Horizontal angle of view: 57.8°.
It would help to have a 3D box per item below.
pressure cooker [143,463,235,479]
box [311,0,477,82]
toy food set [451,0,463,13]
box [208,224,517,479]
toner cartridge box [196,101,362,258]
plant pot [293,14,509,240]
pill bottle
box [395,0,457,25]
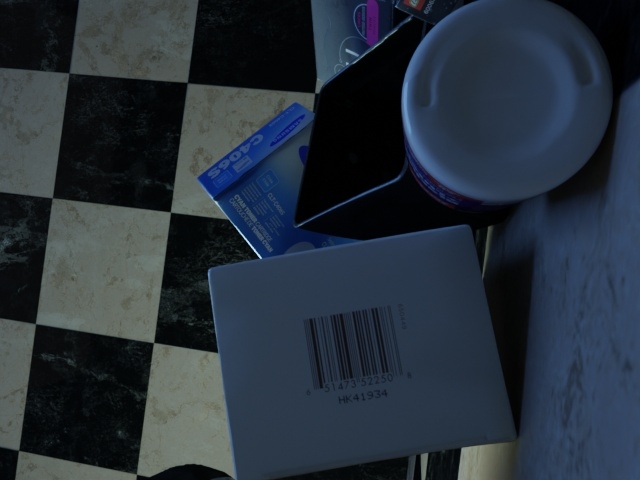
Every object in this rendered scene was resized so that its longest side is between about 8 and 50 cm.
[{"bbox_3d":[-0.079,0.462,0.492,0.369,0.420,0.376,-4,-55,-62],"label":"pressure cooker"},{"bbox_3d":[0.130,-0.323,0.791,0.270,0.143,0.165,-40,-33,-25],"label":"box"},{"bbox_3d":[0.169,-0.241,0.635,0.232,0.111,0.105,82,-162,-58],"label":"toy food set"},{"bbox_3d":[0.033,0.114,0.601,0.345,0.214,0.169,76,-176,-80],"label":"box"},{"bbox_3d":[0.000,0.000,0.807,0.348,0.165,0.075,55,173,-38],"label":"toner cartridge box"},{"bbox_3d":[0.102,-0.092,0.619,0.188,0.166,0.188,-23,52,55],"label":"plant pot"},{"bbox_3d":[0.110,-0.073,0.388,0.193,0.108,0.108,3,-86,-80],"label":"pill bottle"},{"bbox_3d":[0.128,-0.302,0.429,0.233,0.044,0.159,120,164,-46],"label":"box"}]
